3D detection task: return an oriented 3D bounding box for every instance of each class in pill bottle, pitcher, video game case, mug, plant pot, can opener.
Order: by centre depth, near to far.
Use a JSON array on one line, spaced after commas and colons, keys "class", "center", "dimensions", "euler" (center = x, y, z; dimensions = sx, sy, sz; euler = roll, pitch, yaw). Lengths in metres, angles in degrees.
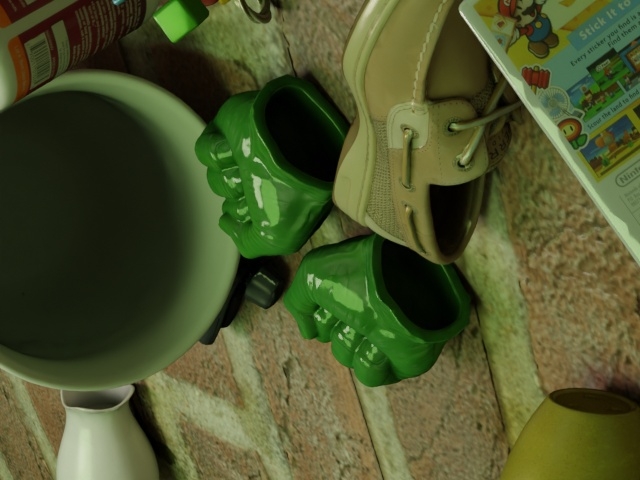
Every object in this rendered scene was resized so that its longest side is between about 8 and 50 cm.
[{"class": "video game case", "center": [0.216, -0.109, 0.797], "dimensions": [0.227, 0.026, 0.206], "euler": [-38, 81, 24]}, {"class": "plant pot", "center": [0.200, 0.166, 1.164], "dimensions": [0.134, 0.134, 0.095], "euler": [16, 105, 46]}, {"class": "pill bottle", "center": [-0.205, -0.203, 1.228], "dimensions": [0.121, 0.221, 0.121], "euler": [34, 145, 29]}, {"class": "mug", "center": [-0.299, -0.038, 1.420], "dimensions": [0.374, 0.276, 0.328], "euler": [24, 175, -25]}, {"class": "can opener", "center": [-0.093, 0.060, 1.506], "dimensions": [0.073, 0.059, 0.186], "euler": [49, 149, 7]}, {"class": "pitcher", "center": [-0.275, 0.250, 1.913], "dimensions": [0.178, 0.125, 0.207], "euler": [-135, 35, -56]}]

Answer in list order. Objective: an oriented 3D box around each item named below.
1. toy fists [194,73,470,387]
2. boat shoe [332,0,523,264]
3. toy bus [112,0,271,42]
[{"class": "toy fists", "center": [0.000, 0.000, 1.282], "dimensions": [0.279, 0.096, 0.142], "euler": [52, 151, 0]}, {"class": "boat shoe", "center": [0.089, -0.099, 1.048], "dimensions": [0.110, 0.121, 0.341], "euler": [38, 157, 16]}, {"class": "toy bus", "center": [-0.090, -0.257, 1.125], "dimensions": [0.104, 0.202, 0.191], "euler": [-31, 88, 29]}]
